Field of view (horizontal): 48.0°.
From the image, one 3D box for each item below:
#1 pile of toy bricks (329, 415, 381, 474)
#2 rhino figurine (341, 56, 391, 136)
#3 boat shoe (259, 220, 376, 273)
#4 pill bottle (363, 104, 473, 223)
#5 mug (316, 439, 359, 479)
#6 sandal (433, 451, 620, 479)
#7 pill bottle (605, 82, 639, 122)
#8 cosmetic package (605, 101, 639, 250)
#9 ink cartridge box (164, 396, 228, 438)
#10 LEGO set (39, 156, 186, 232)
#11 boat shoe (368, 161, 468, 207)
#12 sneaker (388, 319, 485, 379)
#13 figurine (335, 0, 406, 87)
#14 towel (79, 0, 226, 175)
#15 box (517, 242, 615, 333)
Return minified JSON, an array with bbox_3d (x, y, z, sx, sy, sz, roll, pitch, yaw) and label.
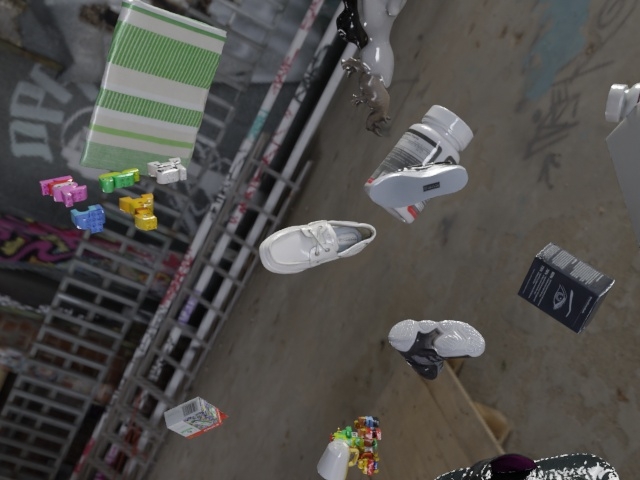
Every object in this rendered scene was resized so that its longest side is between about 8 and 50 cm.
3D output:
[{"bbox_3d":[0.071,0.445,1.603,0.212,0.105,0.118,158,116,-88],"label":"pile of toy bricks"},{"bbox_3d":[0.143,-0.414,2.065,0.106,0.243,0.073,-13,16,16],"label":"rhino figurine"},{"bbox_3d":[0.000,0.000,1.524,0.096,0.277,0.098,-27,80,52],"label":"boat shoe"},{"bbox_3d":[0.257,-0.199,1.871,0.283,0.161,0.161,-51,19,-1],"label":"pill bottle"},{"bbox_3d":[0.034,0.431,1.430,0.078,0.062,0.064,-20,-49,-62],"label":"mug"},{"bbox_3d":[0.400,0.490,1.461,0.167,0.445,0.107,-124,30,-57],"label":"sandal"},{"bbox_3d":[0.873,-0.347,1.882,0.221,0.121,0.121,14,78,30],"label":"pill bottle"},{"bbox_3d":[0.737,-0.107,1.448,0.217,0.156,0.385,114,155,-62],"label":"cosmetic package"},{"bbox_3d":[-0.196,0.292,1.161,0.062,0.115,0.029,-25,56,6],"label":"ink cartridge box"},{"bbox_3d":[-0.307,-0.059,1.132,0.093,0.227,0.087,37,134,45],"label":"LEGO set"},{"bbox_3d":[0.205,-0.132,1.568,0.076,0.228,0.080,-123,22,-58],"label":"boat shoe"},{"bbox_3d":[0.317,0.288,1.868,0.268,0.153,0.101,2,45,38],"label":"sneaker"},{"bbox_3d":[0.082,-0.393,1.234,0.210,0.092,0.215,89,164,-44],"label":"figurine"},{"bbox_3d":[-0.327,-0.287,1.421,0.038,0.247,0.325,29,106,40],"label":"towel"},{"bbox_3d":[0.685,0.132,2.014,0.108,0.207,0.153,-31,-34,-40],"label":"box"}]
